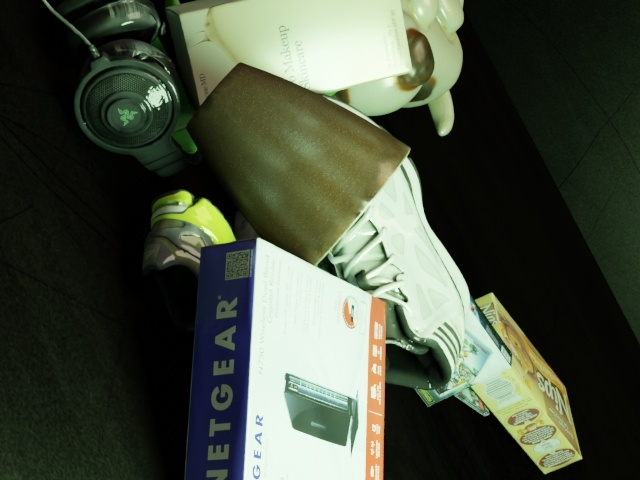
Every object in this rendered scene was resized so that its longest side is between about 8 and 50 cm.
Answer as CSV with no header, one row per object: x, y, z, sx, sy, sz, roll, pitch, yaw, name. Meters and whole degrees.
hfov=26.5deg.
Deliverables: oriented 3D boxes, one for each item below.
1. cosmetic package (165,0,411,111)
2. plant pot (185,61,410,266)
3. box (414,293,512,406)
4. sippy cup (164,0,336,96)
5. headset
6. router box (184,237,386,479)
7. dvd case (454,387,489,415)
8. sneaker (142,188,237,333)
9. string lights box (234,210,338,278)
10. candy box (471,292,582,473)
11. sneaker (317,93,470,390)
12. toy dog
-0.043,-0.280,1.897,0.113,0.309,0.160,-140,-144,-68,cosmetic package
-0.045,-0.106,1.681,0.230,0.215,0.215,40,24,-3,plant pot
0.176,0.137,2.152,0.233,0.159,0.044,54,24,-18,box
-0.071,-0.354,2.098,0.305,0.240,0.224,36,34,-45,sippy cup
-0.229,-0.240,1.689,0.394,0.185,0.243,46,23,-60,headset
-0.032,0.200,1.581,0.301,0.082,0.335,28,59,-54,router box
0.255,0.252,2.387,0.119,0.013,0.087,37,31,-48,dvd case
-0.124,0.082,1.669,0.300,0.111,0.121,49,43,-27,sneaker
-0.017,0.065,1.926,0.259,0.077,0.133,48,24,-31,string lights box
0.363,0.264,2.487,0.316,0.087,0.183,50,24,-36,candy box
0.077,0.018,1.853,0.447,0.169,0.257,54,19,-22,sneaker
0.109,-0.353,2.533,0.408,0.285,0.395,-44,122,-66,toy dog
